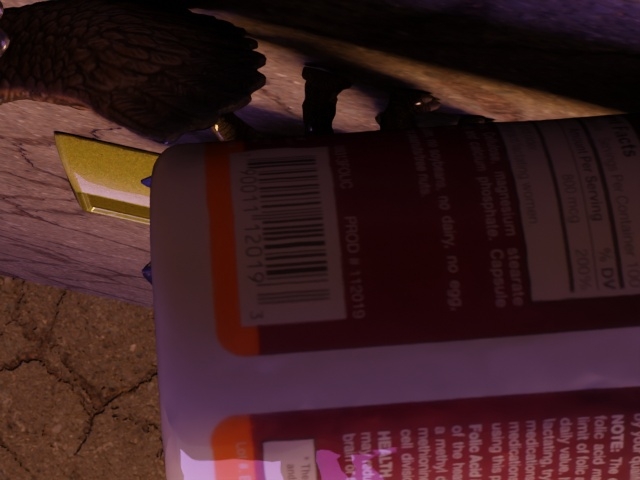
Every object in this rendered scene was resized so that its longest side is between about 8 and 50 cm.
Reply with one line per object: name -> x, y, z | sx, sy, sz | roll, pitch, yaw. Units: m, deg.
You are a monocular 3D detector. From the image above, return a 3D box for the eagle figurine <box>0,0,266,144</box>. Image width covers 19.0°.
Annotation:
eagle figurine -> -0.204, -0.099, 1.063 | 0.298, 0.225, 0.226 | -31, -170, 35

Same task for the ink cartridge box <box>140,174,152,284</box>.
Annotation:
ink cartridge box -> 0.021, 0.078, 1.516 | 0.395, 0.151, 0.270 | 53, 163, -8

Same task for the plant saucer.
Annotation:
plant saucer -> -0.151, -0.043, 1.747 | 0.188, 0.045, 0.188 | 12, 172, -3

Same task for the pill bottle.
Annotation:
pill bottle -> 0.109, 0.043, 1.065 | 0.392, 0.224, 0.224 | -3, 173, -2

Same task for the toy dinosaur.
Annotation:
toy dinosaur -> 0.031, -0.015, 1.227 | 0.121, 0.160, 0.313 | 8, 172, 27
